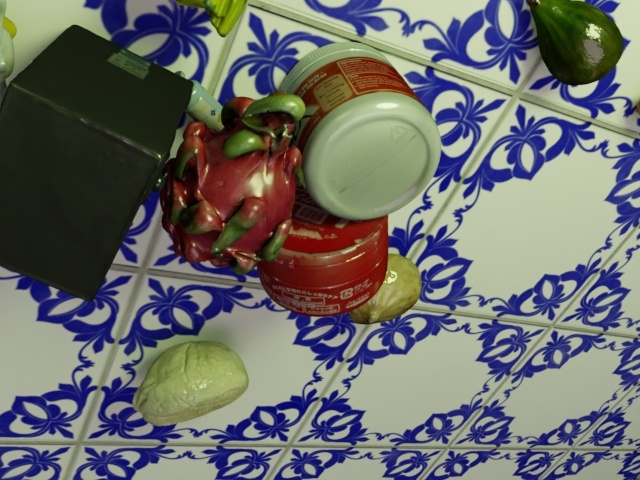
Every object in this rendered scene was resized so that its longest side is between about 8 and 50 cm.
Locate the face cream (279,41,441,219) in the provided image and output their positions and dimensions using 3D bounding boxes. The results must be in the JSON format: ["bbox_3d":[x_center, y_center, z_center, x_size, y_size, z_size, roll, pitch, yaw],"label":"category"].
[{"bbox_3d":[0.051,-0.157,0.964,0.201,0.187,0.201,-11,133,-12],"label":"face cream"}]

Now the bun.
[{"bbox_3d":[-0.253,0.268,1.265,0.220,0.134,0.220,-19,162,-6],"label":"bun"}]

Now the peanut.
[{"bbox_3d":[0.119,0.092,1.270,0.159,0.109,0.140,-21,146,-18],"label":"peanut"}]

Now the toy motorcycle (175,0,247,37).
[{"bbox_3d":[-0.045,-0.392,0.756,0.206,0.142,0.342,43,112,-1],"label":"toy motorcycle"}]

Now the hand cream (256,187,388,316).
[{"bbox_3d":[0.000,0.000,1.062,0.230,0.230,0.149,-13,132,-9],"label":"hand cream"}]

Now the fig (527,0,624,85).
[{"bbox_3d":[0.380,-0.322,1.013,0.117,0.117,0.177,-41,110,17],"label":"fig"}]

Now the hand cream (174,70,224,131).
[{"bbox_3d":[-0.156,-0.179,0.967,0.065,0.043,0.170,-2,149,38],"label":"hand cream"}]

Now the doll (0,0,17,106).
[{"bbox_3d":[-0.389,-0.227,0.791,0.071,0.113,0.135,-15,116,-35],"label":"doll"}]

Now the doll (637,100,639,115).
[{"bbox_3d":[0.652,-0.260,1.158,0.186,0.106,0.134,-27,155,28],"label":"doll"}]

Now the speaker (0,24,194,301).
[{"bbox_3d":[-0.287,-0.101,0.817,0.184,0.254,0.232,26,118,-17],"label":"speaker"}]

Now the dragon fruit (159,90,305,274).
[{"bbox_3d":[-0.117,-0.084,0.873,0.198,0.218,0.273,20,118,17],"label":"dragon fruit"}]
